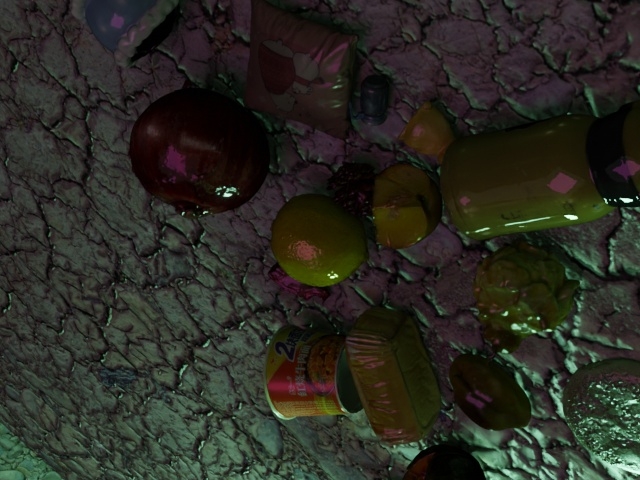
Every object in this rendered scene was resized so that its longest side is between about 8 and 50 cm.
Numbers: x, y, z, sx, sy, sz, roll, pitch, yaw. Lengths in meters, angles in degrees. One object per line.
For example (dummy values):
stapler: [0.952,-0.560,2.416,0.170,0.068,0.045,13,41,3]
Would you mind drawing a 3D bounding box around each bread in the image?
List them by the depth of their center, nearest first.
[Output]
bread: [0.559,0.324,1.613,0.267,0.040,0.266,22,132,26]
bread: [0.147,0.277,1.838,0.119,0.152,0.288,-3,120,35]

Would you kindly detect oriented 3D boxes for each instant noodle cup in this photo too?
instant noodle cup: [0.004,0.287,1.939,0.174,0.213,0.213,-2,120,31]

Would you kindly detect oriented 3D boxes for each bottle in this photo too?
bottle: [0.369,-0.105,1.347,0.351,0.171,0.171,-10,114,41]

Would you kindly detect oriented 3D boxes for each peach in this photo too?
peach: [0.155,-0.054,1.599,0.151,0.118,0.151,-9,72,28]

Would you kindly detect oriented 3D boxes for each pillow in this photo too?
pillow: [-0.037,-0.300,1.591,0.236,0.084,0.223,23,132,23]

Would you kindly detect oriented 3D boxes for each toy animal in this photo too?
toy animal: [0.215,-0.157,1.509,0.159,0.070,0.083,42,137,-1]
toy animal: [-0.379,-0.445,1.712,0.204,0.156,0.208,47,135,-6]

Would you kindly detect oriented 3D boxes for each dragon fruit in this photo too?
dragon fruit: [-0.047,0.091,1.919,0.131,0.063,0.097,48,139,-1]

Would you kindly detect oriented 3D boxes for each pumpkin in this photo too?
pumpkin: [0.263,0.550,1.904,0.159,0.237,0.238,20,142,-17]

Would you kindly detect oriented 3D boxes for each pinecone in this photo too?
pinecone: [0.070,-0.097,1.660,0.109,0.102,0.102,38,144,-27]

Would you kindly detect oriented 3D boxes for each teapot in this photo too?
teapot: [0.087,-0.239,1.550,0.049,0.064,0.083,40,143,38]

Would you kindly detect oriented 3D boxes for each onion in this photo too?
onion: [-0.233,-0.163,1.738,0.276,0.276,0.276,22,133,26]

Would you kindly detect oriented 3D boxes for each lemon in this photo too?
lemon: [0.000,0.000,1.726,0.203,0.178,0.178,19,133,11]

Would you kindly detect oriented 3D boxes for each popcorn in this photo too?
popcorn: [0.331,0.100,1.537,0.168,0.173,0.195,18,141,-16]

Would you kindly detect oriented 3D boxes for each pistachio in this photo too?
pistachio: [0.329,0.299,1.739,0.189,0.100,0.110,47,143,2]
